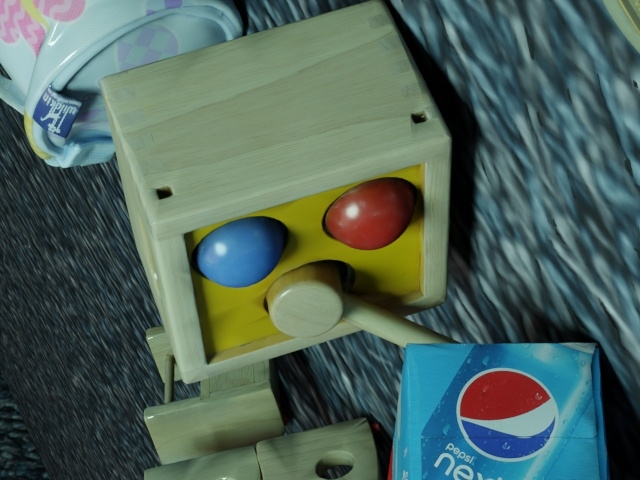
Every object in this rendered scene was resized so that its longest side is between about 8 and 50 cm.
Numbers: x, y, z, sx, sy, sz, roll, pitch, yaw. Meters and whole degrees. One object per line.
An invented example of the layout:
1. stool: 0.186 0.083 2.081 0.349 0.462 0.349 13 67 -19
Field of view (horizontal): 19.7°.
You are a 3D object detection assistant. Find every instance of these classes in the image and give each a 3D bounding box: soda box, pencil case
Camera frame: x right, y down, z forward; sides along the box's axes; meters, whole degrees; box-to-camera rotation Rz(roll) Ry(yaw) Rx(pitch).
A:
1. soda box: 0.062 0.113 0.723 0.210 0.071 0.067 92 178 -61
2. pencil case: -0.146 -0.168 0.889 0.273 0.113 0.124 58 142 19

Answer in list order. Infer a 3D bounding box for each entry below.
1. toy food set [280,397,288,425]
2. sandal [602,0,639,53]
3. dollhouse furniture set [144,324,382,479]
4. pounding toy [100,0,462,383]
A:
1. toy food set: -0.045 0.085 1.167 0.083 0.020 0.082 67 165 -17
2. sandal: 0.085 -0.077 0.396 0.180 0.072 0.049 63 -173 -16
3. dollhouse furniture set: -0.019 0.139 1.039 0.184 0.129 0.129 -97 -8 -54
4. pounding toy: 0.000 0.000 0.702 0.141 0.130 0.100 86 165 -55
